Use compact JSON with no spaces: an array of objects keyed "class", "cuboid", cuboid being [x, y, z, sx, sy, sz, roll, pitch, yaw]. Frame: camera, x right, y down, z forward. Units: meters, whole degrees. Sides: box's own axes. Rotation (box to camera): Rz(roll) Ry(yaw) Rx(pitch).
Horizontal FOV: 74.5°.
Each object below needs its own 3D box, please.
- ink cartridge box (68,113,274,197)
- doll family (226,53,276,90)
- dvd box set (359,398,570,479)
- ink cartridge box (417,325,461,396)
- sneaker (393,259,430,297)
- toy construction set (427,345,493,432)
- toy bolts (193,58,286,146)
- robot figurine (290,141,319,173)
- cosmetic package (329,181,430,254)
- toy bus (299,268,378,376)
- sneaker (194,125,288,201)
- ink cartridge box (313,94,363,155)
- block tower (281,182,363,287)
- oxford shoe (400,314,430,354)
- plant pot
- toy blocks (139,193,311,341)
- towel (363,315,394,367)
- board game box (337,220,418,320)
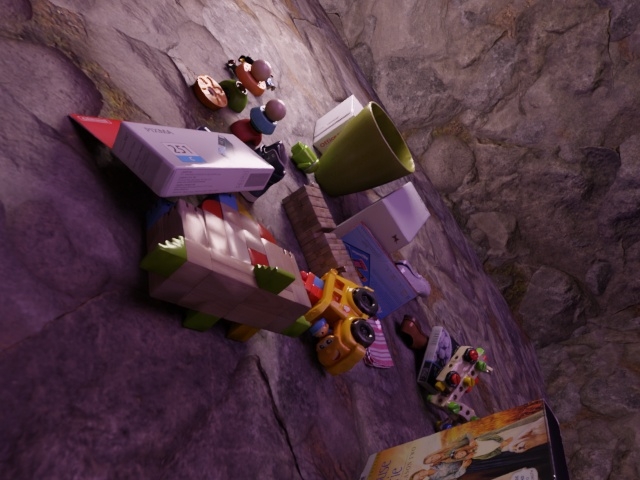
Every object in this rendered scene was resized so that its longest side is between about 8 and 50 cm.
[{"class":"ink cartridge box","cuboid":[-0.272,-0.188,0.823,0.261,0.066,0.296,39,23,15]},{"class":"doll family","cuboid":[-0.224,-0.555,1.385,0.111,0.076,0.193,62,21,14]},{"class":"dvd box set","cuboid":[0.230,0.459,0.768,0.062,0.420,0.307,57,27,1]},{"class":"ink cartridge box","cuboid":[0.430,0.440,1.460,0.208,0.045,0.206,44,57,-31]},{"class":"sneaker","cuboid":[0.351,0.174,1.653,0.235,0.090,0.094,38,47,-30]},{"class":"toy construction set","cuboid":[0.468,0.468,1.356,0.215,0.151,0.327,52,52,-11]},{"class":"toy bolts","cuboid":[-0.202,-0.394,1.159,0.228,0.158,0.218,62,27,4]},{"class":"robot figurine","cuboid":[-0.049,-0.271,1.403,0.115,0.067,0.101,48,17,-23]},{"class":"cosmetic package","cuboid":[0.221,-0.060,1.485,0.161,0.230,0.453,59,26,-1]},{"class":"toy bus","cuboid":[0.015,0.175,1.007,0.211,0.149,0.220,36,36,-17]},{"class":"sneaker","cuboid":[-0.181,-0.219,1.022,0.226,0.163,0.086,46,31,-23]},{"class":"ink cartridge box","cuboid":[0.132,-0.391,1.690,0.270,0.198,0.197,44,31,-30]},{"class":"block tower","cuboid":[0.000,0.000,1.193,0.097,0.091,0.335,4,60,-60]},{"class":"oxford shoe","cuboid":[0.334,0.352,1.468,0.212,0.076,0.076,50,59,-26]},{"class":"plant pot","cuboid":[0.131,-0.283,1.473,0.275,0.293,0.274,41,32,-34]},{"class":"toy blocks","cuboid":[-0.179,0.017,0.811,0.381,0.191,0.261,29,28,-44]},{"class":"towel","cuboid":[0.155,0.278,1.251,0.144,0.029,0.197,25,43,-50]},{"class":"board game box","cuboid":[0.153,0.095,1.276,0.281,0.145,0.027,52,14,-5]}]
